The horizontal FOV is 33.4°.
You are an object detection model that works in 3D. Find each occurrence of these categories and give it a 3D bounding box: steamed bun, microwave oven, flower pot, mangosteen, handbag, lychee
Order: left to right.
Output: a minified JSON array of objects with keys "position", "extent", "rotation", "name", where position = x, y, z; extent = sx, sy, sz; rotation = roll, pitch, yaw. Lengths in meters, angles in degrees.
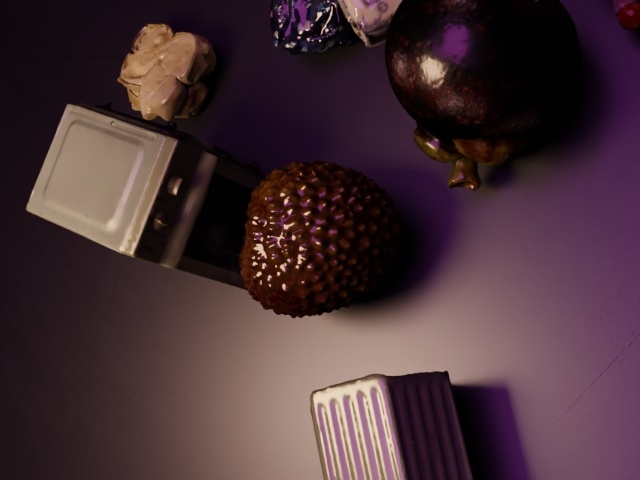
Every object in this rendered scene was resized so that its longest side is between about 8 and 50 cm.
[{"position":[-0.253,-0.077,1.778],"extent":[0.286,0.355,0.219],"rotation":[22,90,33],"name":"microwave oven"},{"position":[-0.282,-0.303,1.996],"extent":[0.177,0.106,0.192],"rotation":[13,77,36],"name":"steamed bun"},{"position":[-0.007,-0.447,1.864],"extent":[0.161,0.113,0.260],"rotation":[0,76,21],"name":"handbag"},{"position":[0.000,0.000,1.688],"extent":[0.267,0.267,0.268],"rotation":[-7,75,29],"name":"lychee"},{"position":[0.102,0.305,1.572],"extent":[0.209,0.239,0.190],"rotation":[-34,60,51],"name":"flower pot"},{"position":[0.235,-0.264,1.600],"extent":[0.296,0.313,0.297],"rotation":[4,67,-9],"name":"mangosteen"}]

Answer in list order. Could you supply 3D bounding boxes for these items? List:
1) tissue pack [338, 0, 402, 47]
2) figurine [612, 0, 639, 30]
[{"position":[0.164,-0.494,1.712],"extent":[0.343,0.125,0.242],"rotation":[-27,79,8],"name":"tissue pack"},{"position":[0.443,-0.463,1.577],"extent":[0.176,0.186,0.288],"rotation":[-39,78,44],"name":"figurine"}]
